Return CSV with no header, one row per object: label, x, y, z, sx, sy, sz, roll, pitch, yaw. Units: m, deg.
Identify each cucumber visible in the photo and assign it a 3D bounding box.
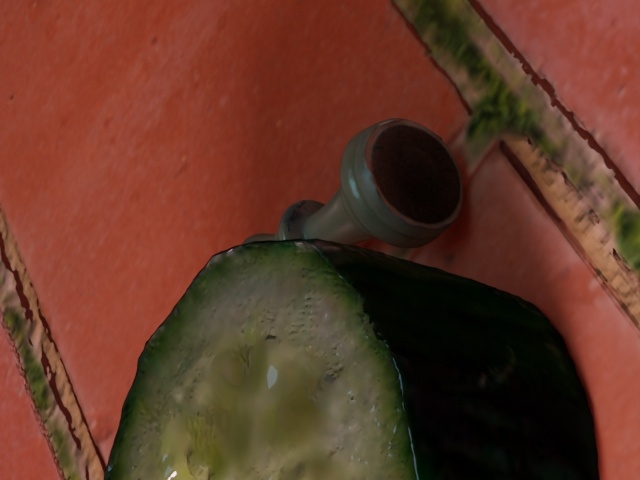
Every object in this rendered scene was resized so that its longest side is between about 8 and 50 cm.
cucumber,0.020,0.093,0.787,0.191,0.130,0.191,-15,70,47

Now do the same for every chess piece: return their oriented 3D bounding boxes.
chess piece,0.000,0.000,0.907,0.149,0.059,0.059,-36,48,45
